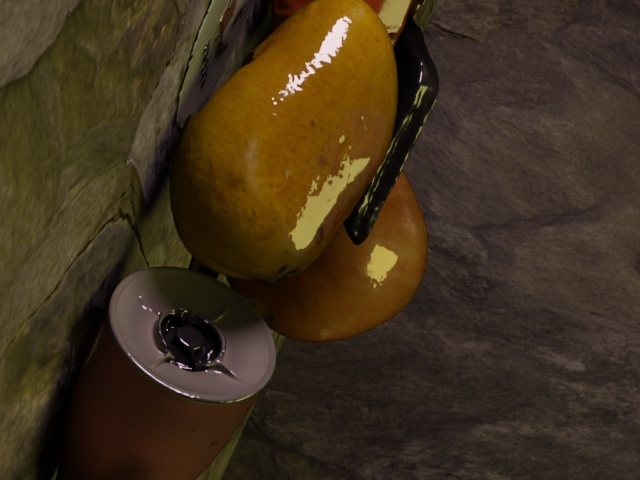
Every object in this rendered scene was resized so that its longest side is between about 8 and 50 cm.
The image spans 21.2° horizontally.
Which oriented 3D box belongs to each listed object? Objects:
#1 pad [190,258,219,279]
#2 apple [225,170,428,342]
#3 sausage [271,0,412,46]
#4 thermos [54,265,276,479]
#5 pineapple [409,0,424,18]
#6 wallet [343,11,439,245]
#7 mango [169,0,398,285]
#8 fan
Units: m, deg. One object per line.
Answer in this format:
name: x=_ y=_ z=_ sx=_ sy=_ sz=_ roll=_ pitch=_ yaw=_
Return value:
pad: x=-0.102 y=-0.037 z=1.904 sx=0.220 sy=0.004 sz=0.330 roll=-60 pitch=173 yaw=-57
apple: x=0.000 y=0.000 z=1.957 sx=0.242 sy=0.242 sz=0.241 roll=-66 pitch=164 yaw=-1
sausage: x=0.035 y=-0.260 z=1.535 sx=0.133 sy=0.133 sz=0.258 roll=-48 pitch=163 yaw=-78
thermos: x=-0.157 y=0.171 z=1.450 sx=0.176 sy=0.146 sz=0.265 roll=-83 pitch=-161 yaw=-52
pineapple: x=0.081 y=-0.299 z=2.057 sx=0.236 sy=0.114 sz=0.186 roll=-65 pitch=178 yaw=39
wallet: x=0.041 y=-0.160 z=1.756 sx=0.377 sy=0.051 sz=0.197 roll=-108 pitch=-142 yaw=-59
mango: x=-0.025 y=-0.087 z=1.440 sx=0.130 sy=0.167 sz=0.262 roll=10 pitch=-120 yaw=54
fan: x=-0.046 y=-0.239 z=1.430 sx=0.190 sy=0.009 sz=0.329 roll=103 pitch=12 yaw=-69
